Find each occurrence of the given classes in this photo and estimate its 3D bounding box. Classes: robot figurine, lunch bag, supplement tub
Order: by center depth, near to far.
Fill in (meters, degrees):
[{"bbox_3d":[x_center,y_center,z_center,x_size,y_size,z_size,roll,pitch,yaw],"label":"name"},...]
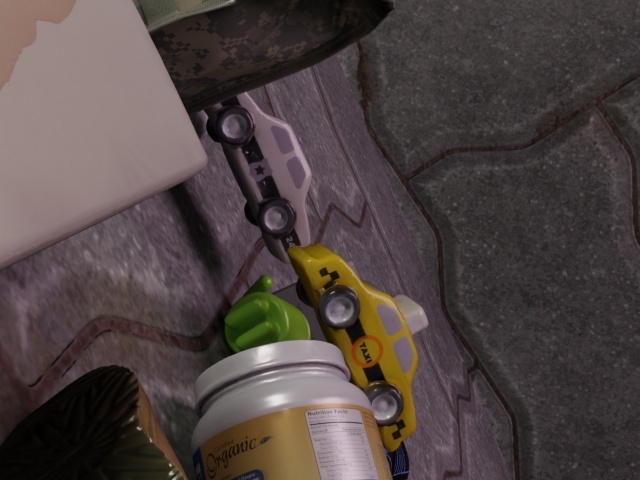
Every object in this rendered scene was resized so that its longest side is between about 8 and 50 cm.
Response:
[{"bbox_3d":[-0.017,0.190,0.754,0.144,0.144,0.200,46,24,-60],"label":"supplement tub"},{"bbox_3d":[-0.098,-0.251,0.846,0.169,0.287,0.235,38,33,-67],"label":"lunch bag"},{"bbox_3d":[-0.050,0.088,0.974,0.101,0.067,0.115,59,8,21],"label":"robot figurine"}]

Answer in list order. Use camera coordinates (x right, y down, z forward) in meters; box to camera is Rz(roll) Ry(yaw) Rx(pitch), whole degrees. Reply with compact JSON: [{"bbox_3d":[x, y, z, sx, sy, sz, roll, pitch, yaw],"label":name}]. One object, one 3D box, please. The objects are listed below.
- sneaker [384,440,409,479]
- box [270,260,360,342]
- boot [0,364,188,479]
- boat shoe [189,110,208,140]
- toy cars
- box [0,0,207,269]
[{"bbox_3d":[0.062,0.256,1.132,0.090,0.081,0.232,59,12,-9],"label":"sneaker"},{"bbox_3d":[0.004,0.089,1.124,0.087,0.102,0.101,-19,86,-80],"label":"box"},{"bbox_3d":[-0.056,0.214,0.527,0.269,0.089,0.236,61,-12,-22],"label":"boot"},{"bbox_3d":[-0.163,-0.179,0.990,0.063,0.066,0.184,-72,148,-73],"label":"boat shoe"},{"bbox_3d":[0.000,0.000,0.924,0.394,0.087,0.176,60,-10,28],"label":"toy cars"},{"bbox_3d":[-0.176,-0.043,0.484,0.311,0.148,0.121,-57,124,-77],"label":"box"}]
